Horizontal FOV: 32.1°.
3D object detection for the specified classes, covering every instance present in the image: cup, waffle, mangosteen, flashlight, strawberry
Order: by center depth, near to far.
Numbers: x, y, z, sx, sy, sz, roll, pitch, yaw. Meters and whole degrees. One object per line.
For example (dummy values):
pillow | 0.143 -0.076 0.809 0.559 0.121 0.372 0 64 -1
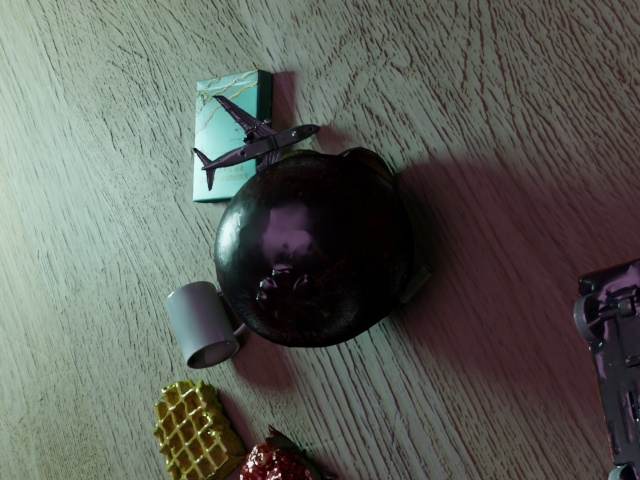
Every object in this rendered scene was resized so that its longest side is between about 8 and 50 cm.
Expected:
mangosteen | -0.004 0.007 1.702 0.330 0.330 0.330 -6 81 41
flashlight | 0.143 0.073 1.732 0.083 0.018 0.018 -51 57 26
strawberry | -0.094 0.436 1.845 0.174 0.098 0.228 45 113 36
cup | -0.195 0.146 1.988 0.099 0.136 0.133 106 144 -56
waffle | -0.230 0.343 2.008 0.160 0.055 0.210 -46 56 29

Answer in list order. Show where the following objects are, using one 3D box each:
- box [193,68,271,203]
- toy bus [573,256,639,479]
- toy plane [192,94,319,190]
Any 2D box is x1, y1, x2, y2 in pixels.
box | -0.160 -0.186 2.016 0.162 0.041 0.229 -4 83 40
toy bus | 0.428 0.188 1.377 0.143 0.153 0.329 -22 69 40
toy plane | -0.110 -0.157 1.917 0.226 0.058 0.225 -18 95 18
